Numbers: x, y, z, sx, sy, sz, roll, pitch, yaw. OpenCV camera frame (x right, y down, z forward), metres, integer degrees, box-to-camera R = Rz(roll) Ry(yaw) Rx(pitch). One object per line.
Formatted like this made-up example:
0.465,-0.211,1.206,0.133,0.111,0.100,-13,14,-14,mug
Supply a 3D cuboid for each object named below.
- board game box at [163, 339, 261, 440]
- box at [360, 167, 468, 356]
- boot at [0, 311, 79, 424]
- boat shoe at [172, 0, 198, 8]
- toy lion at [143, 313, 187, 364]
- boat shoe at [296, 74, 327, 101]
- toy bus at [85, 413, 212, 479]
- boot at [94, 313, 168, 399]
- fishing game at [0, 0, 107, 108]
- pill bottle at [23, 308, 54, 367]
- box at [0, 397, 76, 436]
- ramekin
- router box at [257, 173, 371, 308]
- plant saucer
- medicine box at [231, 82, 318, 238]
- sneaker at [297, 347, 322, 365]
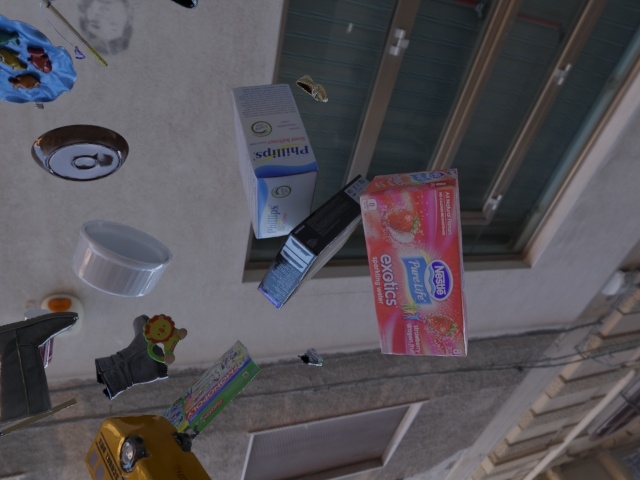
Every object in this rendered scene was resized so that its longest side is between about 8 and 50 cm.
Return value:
-0.330,0.455,1.272,0.317,0.046,0.213,-44,-163,-13,board game box
0.174,0.039,0.748,0.154,0.300,0.142,-2,-160,19,box
-0.627,0.279,0.949,0.189,0.076,0.209,-16,-109,-17,boot
-0.397,-0.625,0.962,0.116,0.099,0.319,6,-171,30,boat shoe
-0.365,0.224,0.979,0.096,0.034,0.100,27,-119,-13,toy lion
-0.029,-0.534,1.511,0.048,0.056,0.153,-29,-119,-16,boat shoe
-0.244,0.403,0.657,0.332,0.130,0.108,29,-177,41,toy bus
-0.708,0.406,1.548,0.222,0.118,0.338,-13,-148,-30,boot
-0.468,-0.254,0.630,0.264,0.189,0.041,-14,-108,0,fishing game
-0.768,0.266,1.147,0.086,0.152,0.086,14,-167,-3,pill bottle
-0.851,0.525,1.243,0.201,0.164,0.021,-11,-102,-60,box
-0.622,0.059,1.328,0.277,0.135,0.277,28,-171,-5,ramekin
0.000,0.000,1.046,0.081,0.243,0.309,41,-134,7,router box
-0.459,-0.160,0.824,0.168,0.168,0.029,-9,-111,-31,plant saucer
-0.124,-0.197,1.089,0.149,0.263,0.289,-11,-118,-14,medicine box
-0.042,0.359,1.322,0.069,0.038,0.098,8,180,-26,sneaker
